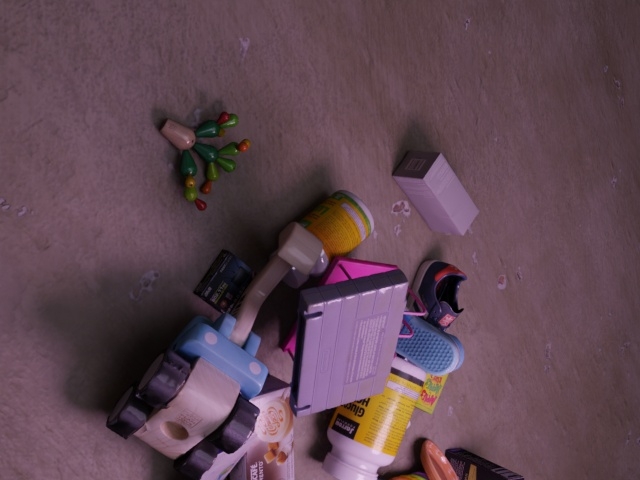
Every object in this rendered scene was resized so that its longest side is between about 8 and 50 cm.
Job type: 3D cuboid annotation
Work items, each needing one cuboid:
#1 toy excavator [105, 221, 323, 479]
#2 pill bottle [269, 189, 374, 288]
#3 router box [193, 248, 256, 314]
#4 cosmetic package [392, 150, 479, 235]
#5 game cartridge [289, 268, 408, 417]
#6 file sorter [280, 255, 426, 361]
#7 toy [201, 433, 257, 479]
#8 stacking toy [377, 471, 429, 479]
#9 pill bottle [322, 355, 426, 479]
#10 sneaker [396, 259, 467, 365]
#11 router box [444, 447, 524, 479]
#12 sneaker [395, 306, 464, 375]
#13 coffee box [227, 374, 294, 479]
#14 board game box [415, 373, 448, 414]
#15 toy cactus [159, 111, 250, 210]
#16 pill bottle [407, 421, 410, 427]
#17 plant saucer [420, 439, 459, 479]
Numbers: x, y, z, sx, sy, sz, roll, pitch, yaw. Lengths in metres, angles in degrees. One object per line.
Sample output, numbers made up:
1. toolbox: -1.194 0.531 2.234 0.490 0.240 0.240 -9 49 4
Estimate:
1. toy excavator: -0.194 0.202 1.417 0.222 0.433 0.445 36 37 -14
2. pill bottle: 0.000 0.000 1.617 0.246 0.136 0.136 -40 119 -24
3. router box: -0.214 0.095 1.528 0.092 0.038 0.122 43 71 -34
4. cosmetic package: 0.317 -0.127 1.856 0.238 0.127 0.107 47 69 -35
5. game cartridge: 0.055 0.219 1.427 0.230 0.068 0.355 -14 134 -24
6. file sorter: 0.083 0.215 1.613 0.202 0.182 0.290 10 121 -38
7. toy: -0.248 0.507 1.495 0.137 0.056 0.237 -11 138 -57
8. stacking toy: 0.272 0.733 1.959 0.302 0.166 0.175 -8 92 -52
9. pill bottle: 0.132 0.458 1.760 0.188 0.188 0.334 31 77 -37
10. sneaker: 0.310 0.228 1.890 0.131 0.148 0.350 18 86 -39
11. router box: 0.466 0.817 2.044 0.081 0.243 0.308 9 92 -39
12. sneaker: 0.239 0.247 1.789 0.127 0.319 0.208 -54 152 5
13. coffee box: -0.144 0.461 1.601 0.141 0.098 0.246 -7 101 -37
14. board game box: 0.321 0.407 1.993 0.092 0.043 0.181 33 76 -37
15. toy cactus: -0.253 -0.190 1.426 0.180 0.112 0.219 32 85 -27
16. pill bottle: 0.193 0.532 1.896 0.120 0.067 0.067 -29 114 -31
17. plant saucer: 0.351 0.681 1.987 0.037 0.200 0.200 -35 124 11
